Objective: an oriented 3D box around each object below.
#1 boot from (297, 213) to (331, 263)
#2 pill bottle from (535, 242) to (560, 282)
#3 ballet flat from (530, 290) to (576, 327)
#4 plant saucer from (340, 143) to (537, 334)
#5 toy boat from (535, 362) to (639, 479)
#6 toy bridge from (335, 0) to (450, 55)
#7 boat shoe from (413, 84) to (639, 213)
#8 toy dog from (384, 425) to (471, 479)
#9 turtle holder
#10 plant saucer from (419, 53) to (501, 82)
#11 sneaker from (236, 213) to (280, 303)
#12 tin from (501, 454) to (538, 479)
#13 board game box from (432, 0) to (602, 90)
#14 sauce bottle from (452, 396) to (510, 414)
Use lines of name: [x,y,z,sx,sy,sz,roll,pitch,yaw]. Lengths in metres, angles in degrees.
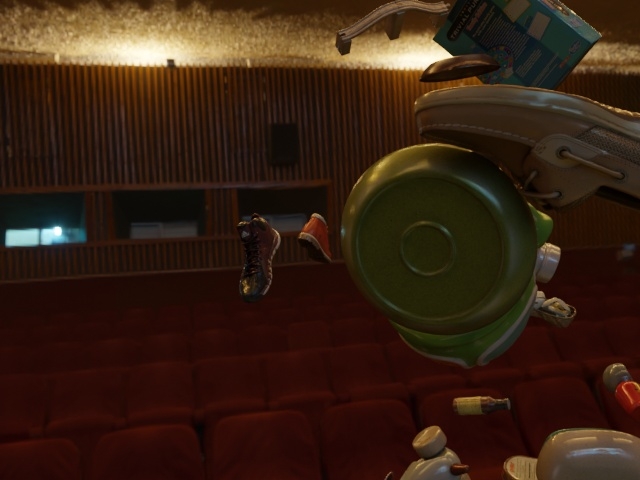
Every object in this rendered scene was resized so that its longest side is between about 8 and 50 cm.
boot: [0.000,0.000,1.466,0.059,0.085,0.158,11,-25,23]
pill bottle: [0.620,0.031,2.025,0.318,0.176,0.176,20,-18,6]
ballet flat: [0.552,0.158,1.513,0.206,0.073,0.067,18,-50,-20]
plant saucer: [0.130,0.007,0.721,0.241,0.241,0.037,-17,7,28]
toy boat: [0.619,0.427,1.307,0.267,0.318,0.148,11,22,-1]
toy bridge: [0.115,-0.336,0.925,0.188,0.026,0.063,-20,-21,-12]
boat shoe: [0.260,-0.084,0.635,0.341,0.110,0.121,13,3,9]
toy dog: [0.229,0.590,1.394,0.220,0.334,0.161,36,-21,-6]
turtle holder: [0.256,0.069,1.054,0.243,0.320,0.227,-2,-36,34]
plant saucer: [0.341,-0.426,1.491,0.198,0.036,0.198,-7,6,1]
sneaker: [-0.211,0.036,1.787,0.106,0.281,0.162,-12,-46,22]
tin: [0.563,0.604,1.547,0.189,0.040,0.106,6,20,18]
board game box: [0.483,-0.512,1.527,0.079,0.336,0.254,-35,-14,-39]
sauce bottle: [0.374,0.384,1.408,0.128,0.042,0.042,-10,-18,31]
